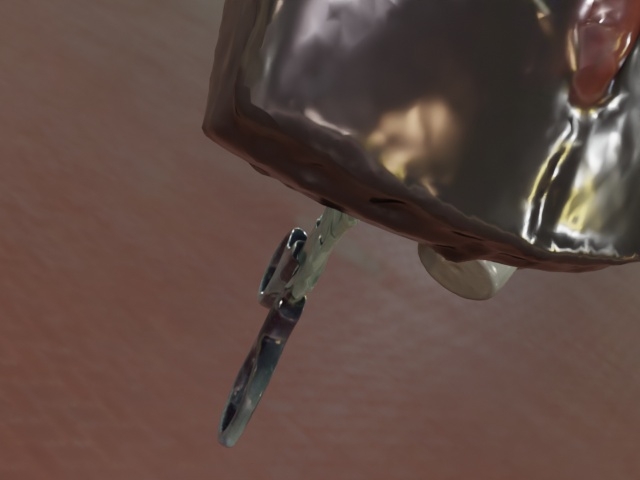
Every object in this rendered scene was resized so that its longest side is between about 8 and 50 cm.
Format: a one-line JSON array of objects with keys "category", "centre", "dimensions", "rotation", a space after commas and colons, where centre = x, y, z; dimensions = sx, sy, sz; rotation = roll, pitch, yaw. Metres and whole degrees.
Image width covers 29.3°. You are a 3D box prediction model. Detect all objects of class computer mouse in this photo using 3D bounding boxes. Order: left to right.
[{"category": "computer mouse", "centre": [0.069, -0.126, 0.367], "dimensions": [0.170, 0.269, 0.100], "rotation": [14, -13, -25]}]

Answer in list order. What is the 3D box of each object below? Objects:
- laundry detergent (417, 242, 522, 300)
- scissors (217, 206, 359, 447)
[{"category": "laundry detergent", "centre": [0.212, -0.103, 0.907], "dimensions": [0.125, 0.398, 0.264], "rotation": [12, -38, 43]}, {"category": "scissors", "centre": [0.000, 0.000, 1.097], "dimensions": [0.029, 0.383, 0.256], "rotation": [23, 44, -9]}]
